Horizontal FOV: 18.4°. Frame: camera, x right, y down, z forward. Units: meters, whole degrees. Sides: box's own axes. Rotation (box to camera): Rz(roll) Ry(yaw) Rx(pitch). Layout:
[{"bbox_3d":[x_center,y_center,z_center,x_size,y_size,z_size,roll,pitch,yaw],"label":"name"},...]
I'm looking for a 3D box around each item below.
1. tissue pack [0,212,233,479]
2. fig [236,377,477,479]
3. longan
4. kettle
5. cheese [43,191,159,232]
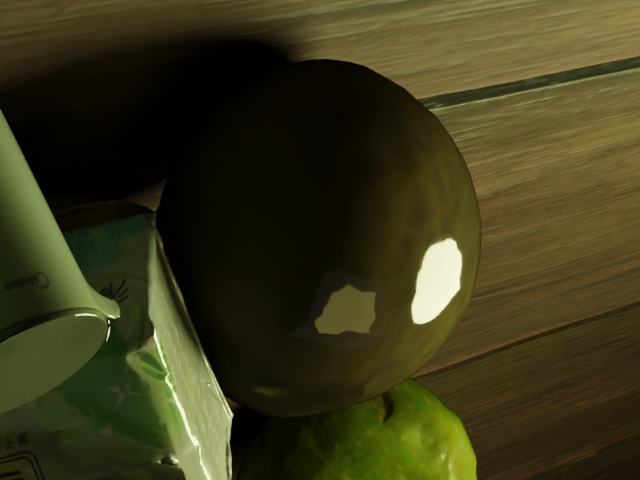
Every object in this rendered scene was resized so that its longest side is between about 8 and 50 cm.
[{"bbox_3d":[-0.172,0.107,0.998,0.229,0.145,0.159,-12,129,6],"label":"tissue pack"},{"bbox_3d":[0.066,0.235,1.623,0.206,0.275,0.206,-37,151,-24],"label":"fig"},{"bbox_3d":[0.000,0.000,1.094,0.198,0.198,0.212,-25,142,-18],"label":"longan"},{"bbox_3d":[-0.175,0.001,0.897,0.098,0.148,0.127,-39,159,22],"label":"kettle"},{"bbox_3d":[-0.162,0.044,1.141,0.177,0.069,0.270,-30,160,-8],"label":"cheese"}]
